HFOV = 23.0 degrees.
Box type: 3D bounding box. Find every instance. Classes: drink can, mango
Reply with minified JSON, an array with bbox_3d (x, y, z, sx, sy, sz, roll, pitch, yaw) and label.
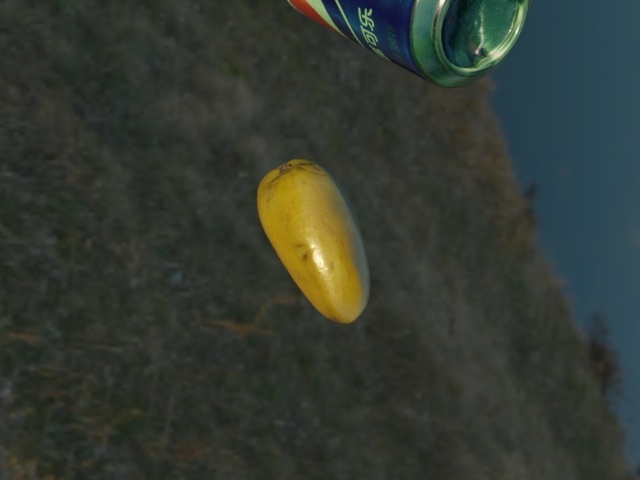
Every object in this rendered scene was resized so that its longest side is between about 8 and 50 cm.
[{"bbox_3d":[0.052,-0.195,1.149,0.118,0.205,0.118,-21,127,-30],"label":"drink can"},{"bbox_3d":[0.000,0.000,1.694,0.195,0.098,0.137,63,0,19],"label":"mango"}]
